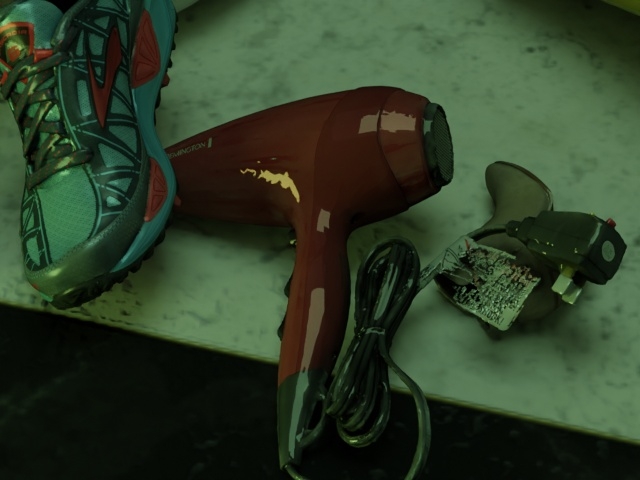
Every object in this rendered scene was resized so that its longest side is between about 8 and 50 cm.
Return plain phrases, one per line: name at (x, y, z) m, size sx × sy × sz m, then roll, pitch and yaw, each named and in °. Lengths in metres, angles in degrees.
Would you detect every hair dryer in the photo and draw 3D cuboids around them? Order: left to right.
hair dryer at (0.000, 0.000, 0.960) m, size 0.223 × 0.080 × 0.293 m, roll -41°, pitch 46°, yaw -21°

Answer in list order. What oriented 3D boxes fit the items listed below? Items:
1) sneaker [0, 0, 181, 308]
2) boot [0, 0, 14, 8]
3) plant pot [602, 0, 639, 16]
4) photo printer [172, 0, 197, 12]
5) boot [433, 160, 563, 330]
sneaker at (-0.158, -0.080, 0.996) m, size 0.104 × 0.125 × 0.262 m, roll -24°, pitch 47°, yaw 23°
boot at (-0.354, -0.187, 1.089) m, size 0.283 × 0.109 × 0.220 m, roll -19°, pitch 83°, yaw -6°
plant pot at (0.242, -0.251, 1.147) m, size 0.239 × 0.254 × 0.254 m, roll 15°, pitch 42°, yaw 38°
photo printer at (-0.178, -0.265, 1.239) m, size 0.307 × 0.107 × 0.256 m, roll 27°, pitch 49°, yaw 26°
boot at (0.103, 0.003, 1.002) m, size 0.087 × 0.042 × 0.118 m, roll -28°, pitch 42°, yaw -17°
